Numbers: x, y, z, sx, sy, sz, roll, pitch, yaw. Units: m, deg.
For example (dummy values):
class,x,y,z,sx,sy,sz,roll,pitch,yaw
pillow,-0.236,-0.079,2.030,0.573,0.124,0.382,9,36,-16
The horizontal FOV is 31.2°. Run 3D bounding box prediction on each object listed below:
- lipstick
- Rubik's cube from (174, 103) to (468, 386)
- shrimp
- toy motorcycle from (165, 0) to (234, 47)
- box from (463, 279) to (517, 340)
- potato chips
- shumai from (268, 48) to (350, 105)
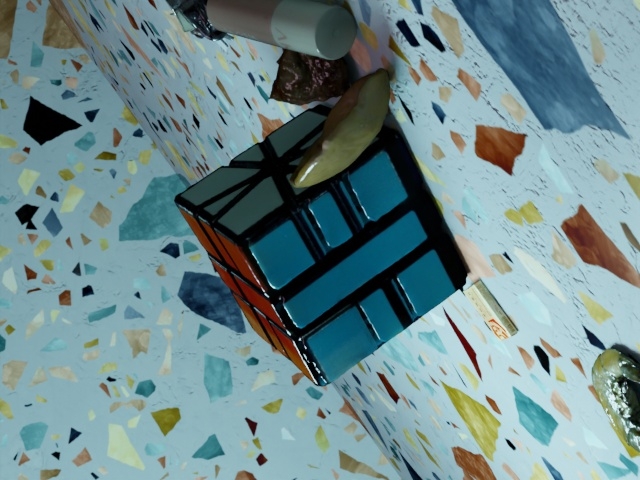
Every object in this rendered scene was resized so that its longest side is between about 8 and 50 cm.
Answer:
class,x,y,z,sx,sy,sz,roll,pitch,yaw
lipstick,-0.057,-0.296,1.535,0.254,0.070,0.070,25,149,48
Rubik's cube,0.000,0.000,1.693,0.293,0.288,0.283,37,157,59
shrimp,0.388,0.207,1.345,0.217,0.051,0.150,45,157,52
toy motorcycle,-0.233,-0.426,1.900,0.263,0.091,0.157,55,176,10
box,0.246,0.103,1.660,0.093,0.015,0.058,55,166,5
potato chips,0.037,-0.139,1.477,0.062,0.195,0.208,38,130,-7
shumai,-0.018,-0.242,1.587,0.139,0.105,0.123,24,152,29
